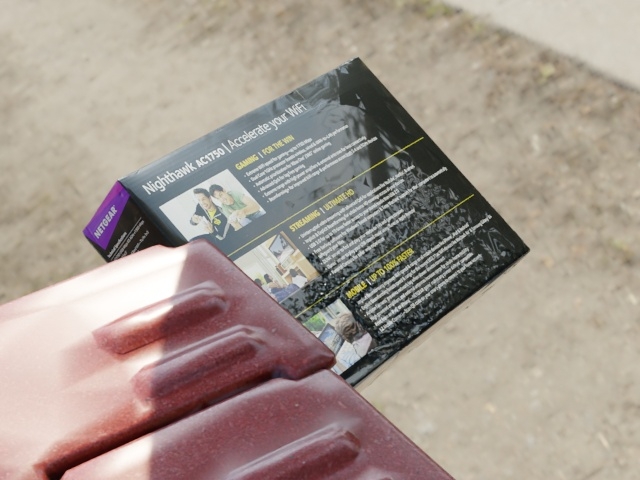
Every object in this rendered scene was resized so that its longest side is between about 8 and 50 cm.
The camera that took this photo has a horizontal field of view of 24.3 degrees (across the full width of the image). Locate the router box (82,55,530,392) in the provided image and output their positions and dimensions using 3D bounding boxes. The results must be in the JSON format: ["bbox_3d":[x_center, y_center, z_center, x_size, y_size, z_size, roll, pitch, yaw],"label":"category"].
[{"bbox_3d":[0.000,0.000,0.689,0.179,0.133,0.046,-32,-12,-45],"label":"router box"}]

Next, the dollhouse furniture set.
[{"bbox_3d":[-0.149,0.174,0.441,0.374,0.201,0.152,-23,46,-25],"label":"dollhouse furniture set"}]
